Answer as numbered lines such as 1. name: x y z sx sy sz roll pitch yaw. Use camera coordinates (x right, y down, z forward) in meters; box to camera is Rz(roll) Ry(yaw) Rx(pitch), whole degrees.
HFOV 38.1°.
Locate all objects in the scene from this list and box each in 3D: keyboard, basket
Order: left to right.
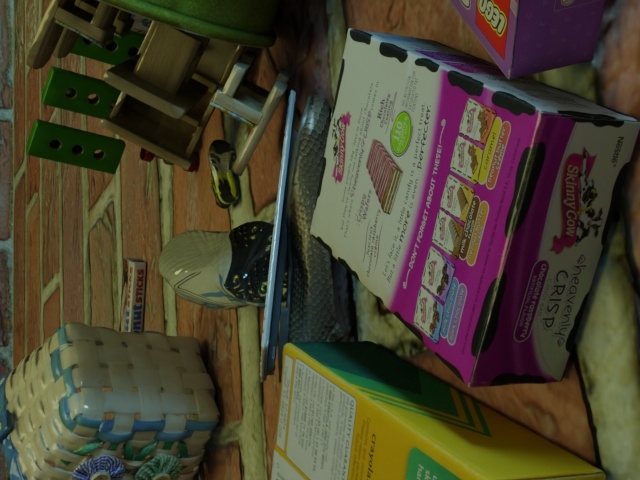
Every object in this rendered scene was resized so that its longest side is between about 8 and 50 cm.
1. basket: -0.273 0.236 1.097 0.289 0.255 0.201 -49 46 36
2. keyboard: -0.036 -0.009 0.798 0.072 0.014 0.256 87 -174 -59

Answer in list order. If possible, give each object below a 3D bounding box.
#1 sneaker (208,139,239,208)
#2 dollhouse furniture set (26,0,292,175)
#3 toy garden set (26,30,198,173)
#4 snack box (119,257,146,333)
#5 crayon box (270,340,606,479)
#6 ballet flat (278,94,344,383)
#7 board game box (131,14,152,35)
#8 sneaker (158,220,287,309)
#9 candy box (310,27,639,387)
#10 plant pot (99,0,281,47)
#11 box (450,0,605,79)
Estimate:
1. sneaker: -0.113 -0.074 1.042 0.035 0.031 0.083 131 136 -56
2. dollhouse furniture set: -0.157 -0.142 0.912 0.161 0.212 0.242 -61 7 17
3. toy garden set: -0.215 -0.195 1.098 0.244 0.204 0.049 -64 32 23
4. snack box: -0.285 0.118 1.399 0.064 0.022 0.178 10 97 63
5. crayon box: 0.064 0.203 0.588 0.323 0.083 0.203 -158 72 -64
6. ballet flat: 0.000 0.000 0.783 0.084 0.058 0.249 72 -159 -79
7. board game box: -0.208 -0.455 1.233 0.319 0.066 0.317 178 94 -64
8. sneaker: -0.075 0.032 0.922 0.237 0.086 0.085 5 64 53
9. candy box: 0.080 -0.033 0.587 0.233 0.071 0.159 44 127 57
10. plant pot: -0.145 -0.410 0.822 0.352 0.367 0.366 -66 31 17
11. box: 0.082 -0.261 0.539 0.200 0.057 0.293 87 166 -47
